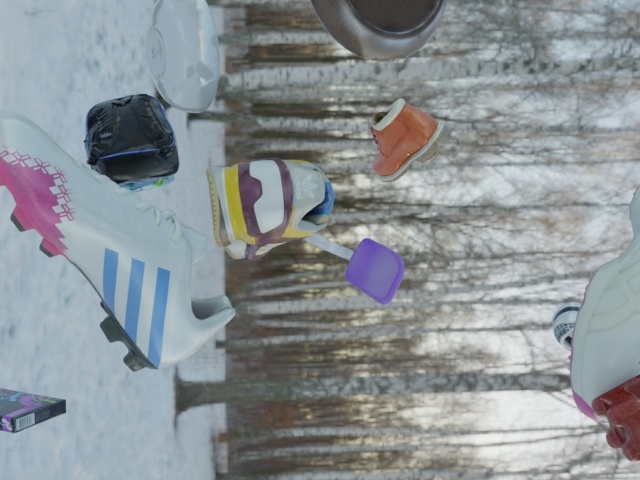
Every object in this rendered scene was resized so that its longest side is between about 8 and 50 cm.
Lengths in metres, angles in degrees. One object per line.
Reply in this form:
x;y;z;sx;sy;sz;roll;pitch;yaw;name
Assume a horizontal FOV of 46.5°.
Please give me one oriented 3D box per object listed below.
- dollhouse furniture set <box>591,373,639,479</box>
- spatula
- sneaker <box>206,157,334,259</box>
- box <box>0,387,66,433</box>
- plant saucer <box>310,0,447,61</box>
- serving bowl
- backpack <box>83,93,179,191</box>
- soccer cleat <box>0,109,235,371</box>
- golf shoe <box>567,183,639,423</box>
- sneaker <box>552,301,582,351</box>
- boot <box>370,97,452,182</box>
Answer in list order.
0.389;0.261;0.736;0.201;0.152;0.374;-112;178;-56;dollhouse furniture set
0.000;0.000;1.204;0.084;0.296;0.030;-64;168;10;spatula
-0.031;-0.022;0.558;0.185;0.084;0.070;-22;107;-89;sneaker
-0.529;0.282;1.247;0.116;0.162;0.029;-11;102;-67;box
0.118;-0.482;1.337;0.050;0.310;0.311;6;-82;61;plant saucer
-0.098;-0.126;0.498;0.083;0.027;0.083;27;-57;53;serving bowl
-0.227;-0.114;0.887;0.084;0.105;0.114;94;-22;-48;backpack
-0.206;-0.011;0.769;0.331;0.143;0.116;62;-4;-31;soccer cleat
0.352;0.050;0.736;0.140;0.115;0.306;26;-86;58;golf shoe
0.495;0.193;1.240;0.095;0.235;0.090;-53;166;-68;sneaker
0.093;-0.128;0.945;0.059;0.084;0.158;-61;-170;-24;boot
